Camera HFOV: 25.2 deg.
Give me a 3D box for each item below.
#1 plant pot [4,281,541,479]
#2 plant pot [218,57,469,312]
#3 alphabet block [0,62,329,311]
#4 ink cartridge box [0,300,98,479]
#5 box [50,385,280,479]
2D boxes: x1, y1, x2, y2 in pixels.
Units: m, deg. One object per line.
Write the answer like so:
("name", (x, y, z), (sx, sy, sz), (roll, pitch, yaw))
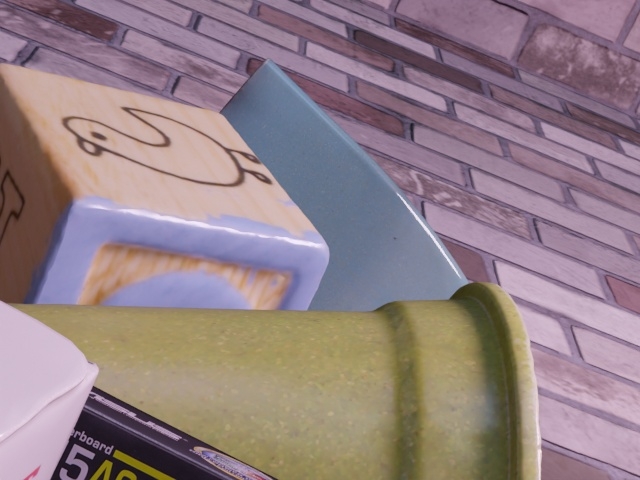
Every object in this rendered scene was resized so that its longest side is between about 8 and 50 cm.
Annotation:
("plant pot", (-0.053, 0.137, 0.721), (0.254, 0.276, 0.276), (10, 23, -8))
("plant pot", (0.000, 0.000, 1.153), (0.234, 0.165, 0.166), (41, 2, 4))
("alphabet block", (-0.140, 0.022, 0.950), (0.192, 0.193, 0.197), (12, 24, -35))
("ink cartridge box", (-0.208, 0.158, 0.388), (0.131, 0.306, 0.226), (28, 21, 9))
("box", (-0.038, 0.209, 0.575), (0.270, 0.216, 0.060), (26, -2, 4))
